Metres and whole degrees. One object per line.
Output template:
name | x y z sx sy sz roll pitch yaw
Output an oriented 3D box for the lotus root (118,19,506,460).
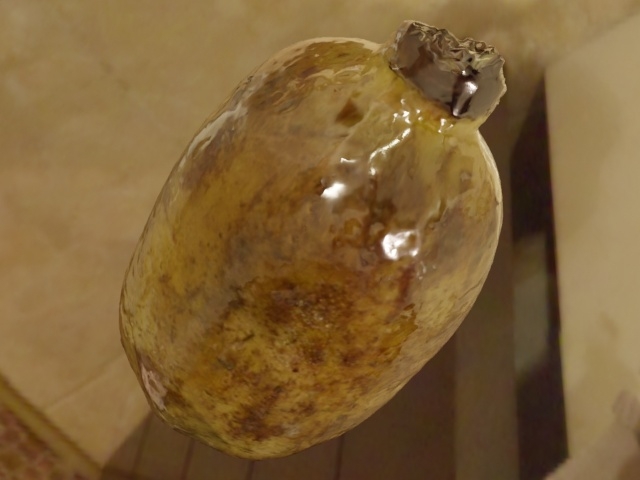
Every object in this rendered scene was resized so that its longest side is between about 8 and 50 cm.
lotus root | 0.000 0.000 0.604 0.145 0.128 0.260 35 130 -2
